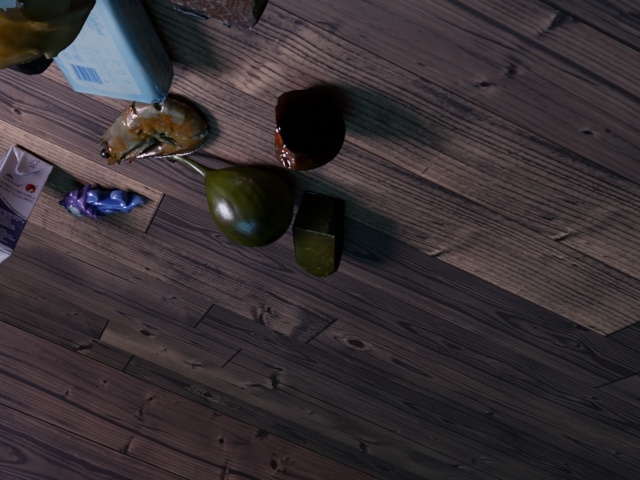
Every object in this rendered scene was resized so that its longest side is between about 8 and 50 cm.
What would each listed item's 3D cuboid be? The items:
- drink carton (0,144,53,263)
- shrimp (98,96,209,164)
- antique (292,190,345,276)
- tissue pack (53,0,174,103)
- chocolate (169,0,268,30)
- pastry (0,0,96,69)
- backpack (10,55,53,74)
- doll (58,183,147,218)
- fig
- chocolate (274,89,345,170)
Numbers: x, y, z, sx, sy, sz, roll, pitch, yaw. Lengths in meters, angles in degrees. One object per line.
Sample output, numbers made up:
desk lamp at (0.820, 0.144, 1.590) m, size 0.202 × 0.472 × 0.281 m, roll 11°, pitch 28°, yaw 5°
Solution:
drink carton at (-0.653, -0.070, 2.125) m, size 0.102 × 0.222 × 0.134 m, roll 29°, pitch 154°, yaw -20°
shrimp at (-0.307, -0.182, 1.832) m, size 0.154 × 0.062 × 0.294 m, roll 28°, pitch 153°, yaw -30°
antique at (0.000, 0.000, 1.945) m, size 0.081 × 0.080 × 0.221 m, roll 15°, pitch 154°, yaw 9°
tissue pack at (-0.337, -0.322, 1.534) m, size 0.177 × 0.089 × 0.263 m, roll 10°, pitch 151°, yaw 18°
chocolate at (-0.158, -0.364, 1.302) m, size 0.214 × 0.093 × 0.148 m, roll 22°, pitch 154°, yaw -6°
pastry at (-0.438, -0.398, 1.240) m, size 0.409 × 0.245 × 0.409 m, roll 24°, pitch 150°, yaw 15°
backpack at (-0.496, -0.329, 1.613) m, size 0.165 × 0.120 × 0.106 m, roll 37°, pitch 172°, yaw -32°
doll at (-0.461, -0.080, 2.154) m, size 0.206 × 0.067 × 0.110 m, roll -2°, pitch 158°, yaw 21°
fig at (-0.161, -0.103, 1.856) m, size 0.259 × 0.151 × 0.151 m, roll 47°, pitch 156°, yaw 8°
chocolate at (-0.031, -0.170, 1.583) m, size 0.127 × 0.124 × 0.133 m, roll 27°, pitch -174°, yaw -21°
